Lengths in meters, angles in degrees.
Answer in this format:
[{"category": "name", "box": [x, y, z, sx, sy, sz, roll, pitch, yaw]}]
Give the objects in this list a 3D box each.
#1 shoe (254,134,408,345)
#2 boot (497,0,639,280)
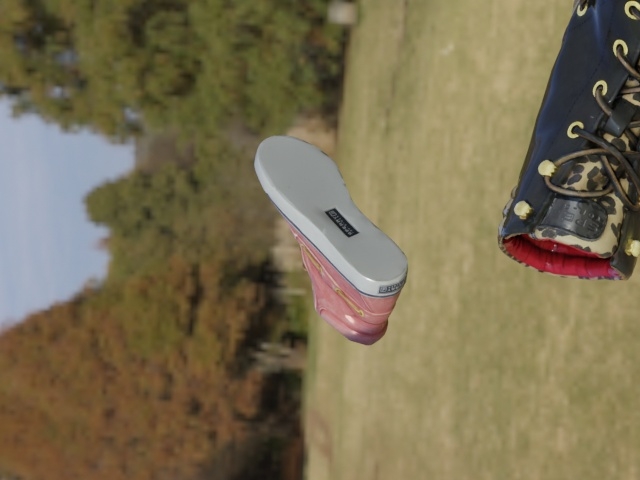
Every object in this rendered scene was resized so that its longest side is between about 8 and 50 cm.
[{"category": "shoe", "box": [0.000, 0.000, 1.173, 0.178, 0.063, 0.081, 50, 145, 31]}, {"category": "boot", "box": [0.255, -0.121, 1.231, 0.377, 0.138, 0.284, 137, 152, -81]}]
